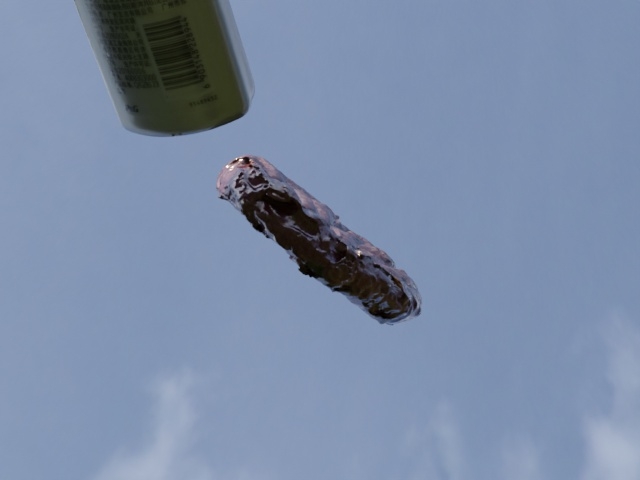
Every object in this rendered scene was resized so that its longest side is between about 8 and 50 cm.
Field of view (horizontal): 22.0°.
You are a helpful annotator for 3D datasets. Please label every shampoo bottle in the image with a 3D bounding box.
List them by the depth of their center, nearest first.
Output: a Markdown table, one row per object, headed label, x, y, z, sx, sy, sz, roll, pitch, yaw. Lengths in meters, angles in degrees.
| label | x | y | z | sx | sy | sz | roll | pitch | yaw |
| --- | --- | --- | --- | --- | --- | --- | --- | --- | --- |
| shampoo bottle | -0.106 | -0.164 | 0.927 | 0.086 | 0.056 | 0.227 | -7 | -52 | 15 |

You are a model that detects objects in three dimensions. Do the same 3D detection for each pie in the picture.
| label | x | y | z | sx | sy | sz | roll | pitch | yaw |
| --- | --- | --- | --- | --- | --- | --- | --- | --- | --- |
| pie | 0.000 | 0.000 | 1.029 | 0.154 | 0.154 | 0.036 | 38 | -85 | -7 |
